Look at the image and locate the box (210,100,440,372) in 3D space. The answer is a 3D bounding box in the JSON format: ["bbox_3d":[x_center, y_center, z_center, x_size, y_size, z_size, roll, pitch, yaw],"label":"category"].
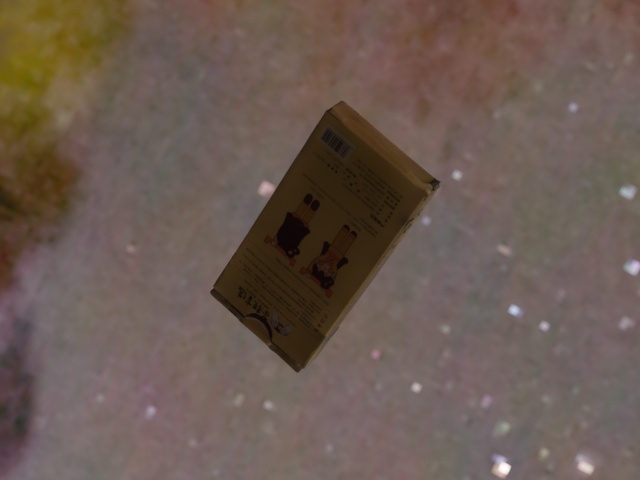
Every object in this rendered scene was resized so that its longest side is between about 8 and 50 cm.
[{"bbox_3d":[0.000,0.000,1.006,0.149,0.073,0.020,-55,168,33],"label":"box"}]
